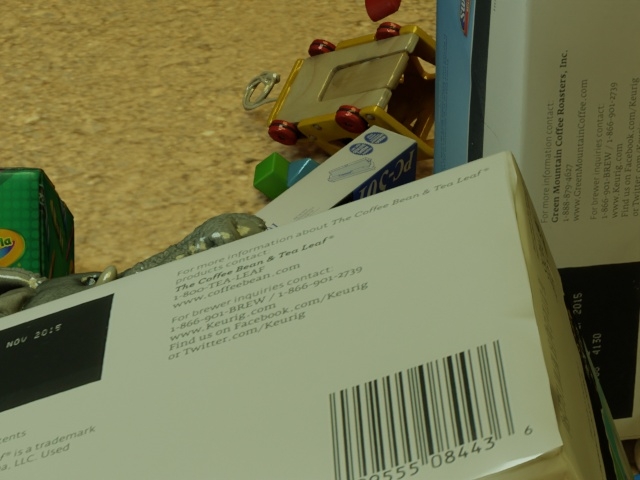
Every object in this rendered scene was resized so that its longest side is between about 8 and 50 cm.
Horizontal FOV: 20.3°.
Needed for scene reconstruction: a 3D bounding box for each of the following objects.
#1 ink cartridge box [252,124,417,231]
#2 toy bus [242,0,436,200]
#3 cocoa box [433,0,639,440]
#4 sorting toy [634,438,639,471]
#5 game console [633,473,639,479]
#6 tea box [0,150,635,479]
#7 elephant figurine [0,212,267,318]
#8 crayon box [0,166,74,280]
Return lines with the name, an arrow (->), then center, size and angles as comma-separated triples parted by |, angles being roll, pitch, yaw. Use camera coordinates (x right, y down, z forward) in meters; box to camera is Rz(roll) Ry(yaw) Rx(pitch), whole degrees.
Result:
ink cartridge box -> 0.000, 0.000, 1.374 | 0.046, 0.097, 0.207 | 21, 38, 27
toy bus -> 0.039, -0.111, 1.534 | 0.104, 0.191, 0.202 | 37, 23, -27
cocoa box -> 0.210, -0.066, 1.239 | 0.232, 0.347, 0.228 | -5, 25, -9
sorting toy -> 0.342, 0.168, 1.188 | 0.193, 0.038, 0.208 | -13, 37, -21
game console -> 0.209, 0.284, 0.990 | 0.250, 0.173, 0.293 | -19, 33, 22
tea box -> -0.010, 0.187, 0.814 | 0.329, 0.323, 0.220 | -19, 33, 11
elephant figurine -> -0.162, 0.082, 1.035 | 0.186, 0.169, 0.239 | 22, 46, 26
crayon box -> -0.261, 0.008, 1.234 | 0.165, 0.081, 0.278 | -1, -5, -4
